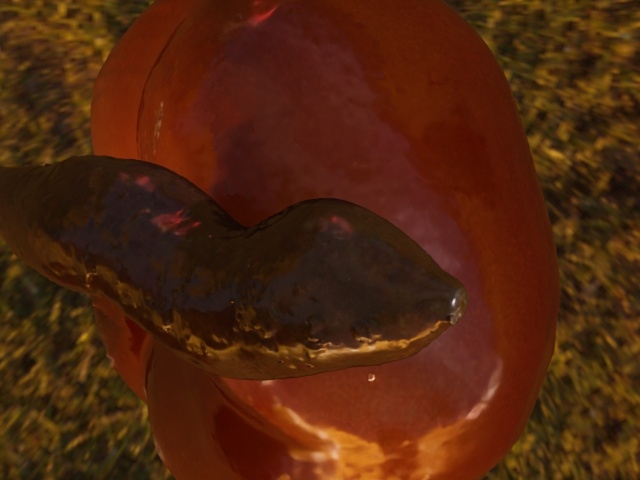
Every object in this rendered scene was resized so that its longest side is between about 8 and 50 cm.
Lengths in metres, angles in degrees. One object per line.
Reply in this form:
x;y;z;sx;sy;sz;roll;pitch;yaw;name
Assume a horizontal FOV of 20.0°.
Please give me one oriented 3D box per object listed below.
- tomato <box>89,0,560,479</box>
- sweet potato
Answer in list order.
-0.002;0.001;0.796;0.180;0.260;0.260;-10;98;-26;tomato
-0.044;0.009;0.607;0.218;0.051;0.065;13;94;36;sweet potato
